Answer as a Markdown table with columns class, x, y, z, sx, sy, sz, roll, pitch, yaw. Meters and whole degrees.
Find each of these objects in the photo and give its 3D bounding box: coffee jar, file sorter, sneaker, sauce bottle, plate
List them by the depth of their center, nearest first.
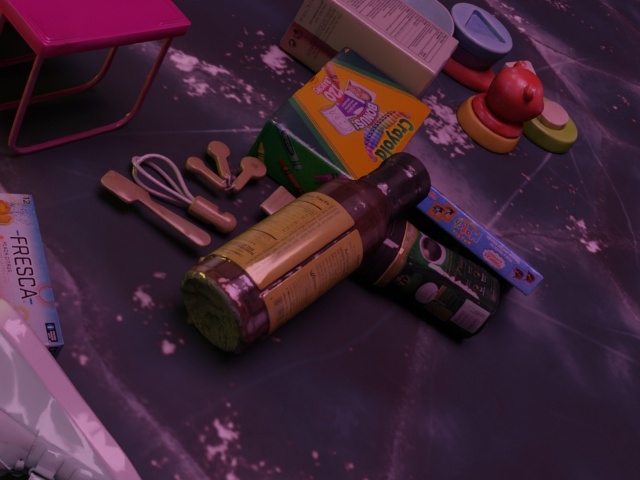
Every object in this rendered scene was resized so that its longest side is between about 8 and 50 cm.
| class | x | y | z | sx | sy | sz | roll | pitch | yaw |
| --- | --- | --- | --- | --- | --- | --- | --- | --- | --- |
| sneaker | -0.248 | 0.192 | 0.731 | 0.151 | 0.094 | 0.256 | -38 | 95 | -20 |
| sauce bottle | 0.000 | 0.000 | 1.012 | 0.344 | 0.111 | 0.111 | -33 | 74 | -36 |
| file sorter | -0.341 | -0.270 | 1.018 | 0.290 | 0.182 | 0.202 | 49 | 40 | 13 |
| coffee jar | 0.136 | 0.043 | 1.135 | 0.184 | 0.079 | 0.096 | 31 | 36 | -8 |
| plate | 0.139 | -0.375 | 1.548 | 0.188 | 0.024 | 0.188 | 1 | 52 | -2 |

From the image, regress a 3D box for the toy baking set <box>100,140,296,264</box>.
| class | x | y | z | sx | sy | sz | roll | pitch | yaw |
| --- | --- | --- | --- | --- | --- | --- | --- | --- | --- |
| toy baking set | -0.130 | -0.038 | 1.069 | 0.256 | 0.030 | 0.196 | -14 | 58 | -43 |

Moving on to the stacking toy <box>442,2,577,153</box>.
| class | x | y | z | sx | sy | sz | roll | pitch | yaw |
| --- | --- | --- | --- | --- | --- | --- | --- | --- | --- |
| stacking toy | 0.357 | -0.300 | 1.588 | 0.280 | 0.130 | 0.309 | 5 | 49 | -32 |

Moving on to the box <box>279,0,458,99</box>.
| class | x | y | z | sx | sy | sz | roll | pitch | yaw |
| --- | --- | --- | --- | --- | --- | --- | --- | --- | --- |
| box | 0.079 | -0.312 | 1.402 | 0.232 | 0.127 | 0.148 | 36 | 39 | -1 |

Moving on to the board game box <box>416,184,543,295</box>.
| class | x | y | z | sx | sy | sz | roll | pitch | yaw |
| --- | --- | --- | --- | --- | --- | --- | --- | --- | --- |
| board game box | 0.203 | -0.012 | 1.211 | 0.211 | 0.039 | 0.160 | 38 | 7 | 4 |

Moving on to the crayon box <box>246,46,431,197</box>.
| class | x | y | z | sx | sy | sz | roll | pitch | yaw |
| --- | --- | --- | --- | --- | --- | --- | --- | --- | --- |
| crayon box | 0.034 | -0.153 | 1.251 | 0.165 | 0.081 | 0.278 | 37 | 40 | 0 |

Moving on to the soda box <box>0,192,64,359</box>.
| class | x | y | z | sx | sy | sz | roll | pitch | yaw |
| --- | --- | --- | --- | --- | --- | --- | --- | --- | --- |
| soda box | -0.298 | 0.040 | 0.846 | 0.063 | 0.058 | 0.183 | 2 | 51 | -34 |
